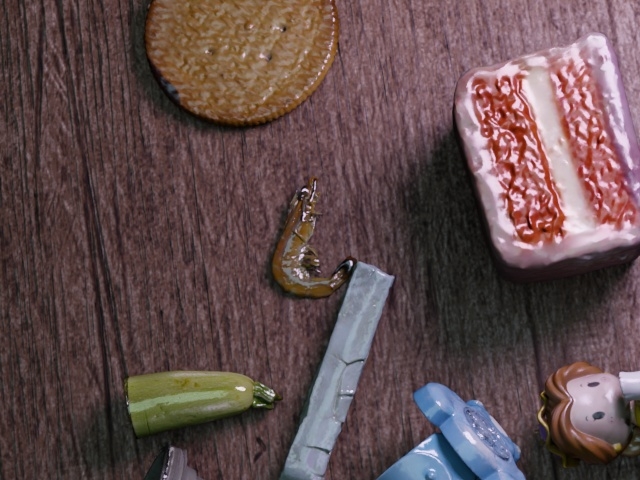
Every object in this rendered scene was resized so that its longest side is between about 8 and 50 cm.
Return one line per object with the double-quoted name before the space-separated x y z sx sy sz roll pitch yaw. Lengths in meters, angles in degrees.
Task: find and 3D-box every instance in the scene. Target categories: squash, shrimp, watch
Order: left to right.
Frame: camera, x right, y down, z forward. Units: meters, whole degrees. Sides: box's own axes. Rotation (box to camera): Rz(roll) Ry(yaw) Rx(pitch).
"squash" -0.166 0.232 1.901 0.224 0.094 0.094 -5 78 -2
"shrimp" 0.000 0.000 1.940 0.124 0.034 0.178 18 84 8
"watch" 0.159 0.320 1.794 0.193 0.211 0.211 -42 76 13

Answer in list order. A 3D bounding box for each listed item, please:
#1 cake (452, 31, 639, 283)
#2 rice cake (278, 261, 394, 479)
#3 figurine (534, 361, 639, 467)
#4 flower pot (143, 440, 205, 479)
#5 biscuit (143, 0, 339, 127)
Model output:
"cake" 0.319 -0.099 1.816 0.237 0.230 0.309 -15 78 6
"rice cake" 0.023 0.196 1.883 0.066 0.063 0.336 19 84 5
"figurine" 0.407 0.226 1.761 0.263 0.189 0.142 -15 52 20
"flower pot" -0.196 0.407 1.815 0.140 0.235 0.235 23 82 -13
"biscuit" -0.120 -0.317 2.014 0.305 0.038 0.305 -1 81 7
